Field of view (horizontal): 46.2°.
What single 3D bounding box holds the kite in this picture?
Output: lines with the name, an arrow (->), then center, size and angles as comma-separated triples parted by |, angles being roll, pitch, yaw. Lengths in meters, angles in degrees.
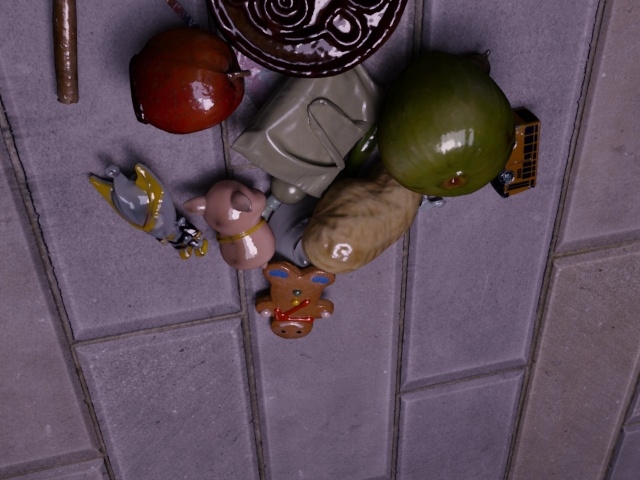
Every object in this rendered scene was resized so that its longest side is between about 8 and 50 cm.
kite -> -0.154, -0.417, 1.539 | 0.204, 0.022, 0.360 | -44, 127, 14

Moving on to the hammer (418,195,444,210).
hammer -> 0.258, -0.180, 1.841 | 0.103, 0.029, 0.246 | -10, 126, -11

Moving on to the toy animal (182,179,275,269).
toy animal -> -0.187, -0.030, 1.728 | 0.165, 0.149, 0.248 | -13, 131, 15

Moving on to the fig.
fig -> 0.264, -0.260, 1.610 | 0.316, 0.316, 0.316 | -9, 127, -12

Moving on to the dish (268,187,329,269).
dish -> 0.000, 0.000, 1.838 | 0.260, 0.085, 0.260 | -7, 132, -8

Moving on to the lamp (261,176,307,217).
lamp -> -0.098, -0.103, 1.753 | 0.091, 0.091, 0.163 | 27, 127, -32

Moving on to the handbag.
handbag -> -0.008, -0.258, 1.619 | 0.253, 0.109, 0.316 | 35, 92, -37

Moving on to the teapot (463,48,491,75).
teapot -> 0.344, -0.383, 1.693 | 0.076, 0.068, 0.121 | 37, 141, 1

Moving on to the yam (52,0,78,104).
yam -> -0.489, -0.386, 1.439 | 0.046, 0.046, 0.264 | -1, 127, -17

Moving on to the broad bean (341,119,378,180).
broad bean -> 0.109, -0.226, 1.747 | 0.060, 0.043, 0.297 | 5, 127, -46

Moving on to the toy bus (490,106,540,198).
toy bus -> 0.474, -0.215, 1.838 | 0.114, 0.098, 0.201 | -13, 127, -7

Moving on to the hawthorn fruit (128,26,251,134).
hawthorn fruit -> -0.245, -0.313, 1.448 | 0.249, 0.215, 0.215 | -6, 135, 29

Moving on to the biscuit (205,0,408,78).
biscuit -> -0.028, -0.496, 1.393 | 0.407, 0.091, 0.407 | 0, 121, 1

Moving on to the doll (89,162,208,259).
doll -> -0.377, -0.062, 1.682 | 0.103, 0.145, 0.316 | -57, 135, -16

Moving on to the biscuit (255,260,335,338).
biscuit -> -0.063, 0.167, 1.925 | 0.205, 0.049, 0.324 | 6, 142, -9

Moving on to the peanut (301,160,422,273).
peanut -> 0.105, -0.066, 1.723 | 0.387, 0.192, 0.169 | -37, 176, -33
